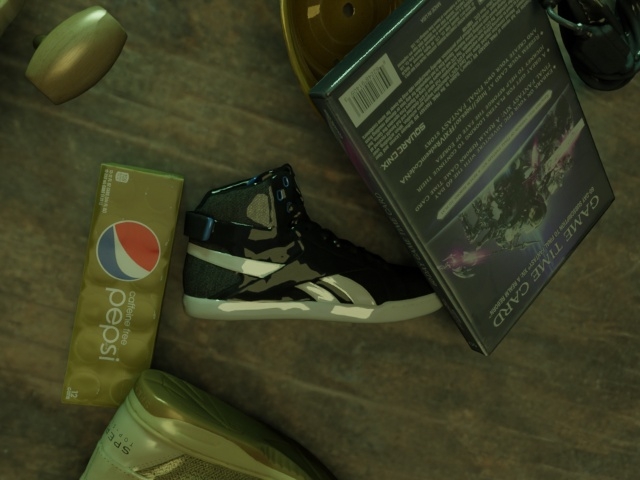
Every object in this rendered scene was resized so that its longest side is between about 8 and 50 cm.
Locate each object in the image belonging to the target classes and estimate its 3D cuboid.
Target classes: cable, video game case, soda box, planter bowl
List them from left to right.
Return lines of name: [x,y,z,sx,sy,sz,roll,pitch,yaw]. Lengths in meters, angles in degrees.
soda box: [-0.150,0.034,0.511,0.061,0.058,0.181,10,96,-13]
planter bowl: [0.042,-0.173,0.491,0.217,0.090,0.217,-10,109,-32]
video game case: [0.130,-0.066,0.510,0.196,0.026,0.274,-46,124,-16]
cable: [0.220,-0.202,0.534,0.184,0.047,0.150,9,73,-47]

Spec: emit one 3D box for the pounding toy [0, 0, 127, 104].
pounding toy: [-0.265,-0.129,0.416,0.269,0.155,0.154,31,72,16]

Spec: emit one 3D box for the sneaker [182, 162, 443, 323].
sneaker: [0.000,0.000,0.527,0.217,0.079,0.121,0,98,-11]

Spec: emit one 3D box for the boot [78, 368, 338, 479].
boot: [-0.093,0.241,0.514,0.262,0.095,0.203,41,85,-33]
